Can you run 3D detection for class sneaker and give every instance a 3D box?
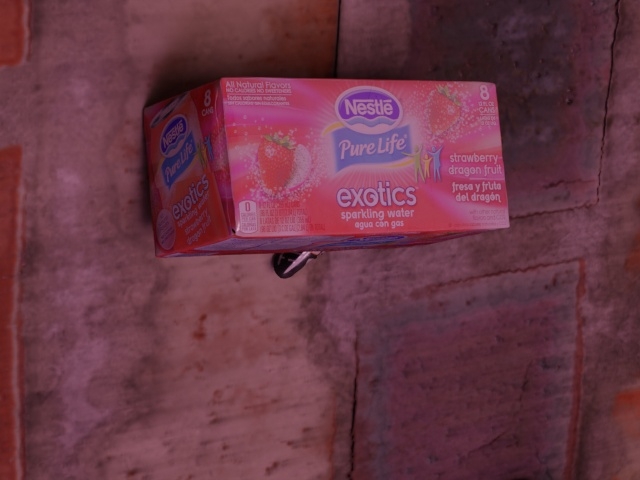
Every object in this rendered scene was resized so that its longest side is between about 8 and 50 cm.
[{"bbox_3d":[0.000,0.000,1.797,0.109,0.040,0.044,-46,127,-12],"label":"sneaker"}]

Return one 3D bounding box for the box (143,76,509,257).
[{"bbox_3d":[0.007,-0.066,1.685,0.300,0.154,0.142,-2,85,-32],"label":"box"}]
